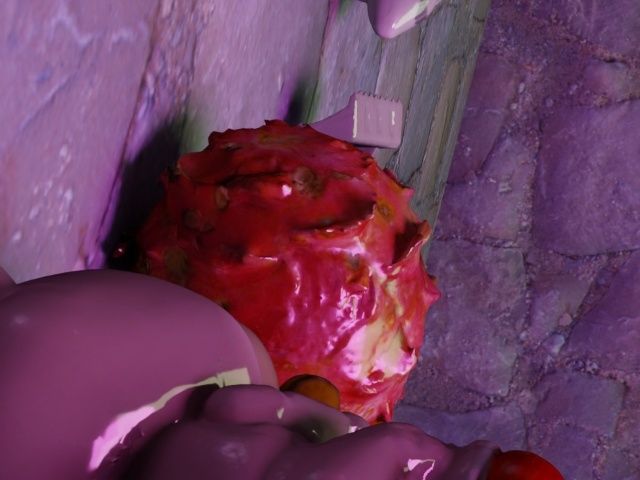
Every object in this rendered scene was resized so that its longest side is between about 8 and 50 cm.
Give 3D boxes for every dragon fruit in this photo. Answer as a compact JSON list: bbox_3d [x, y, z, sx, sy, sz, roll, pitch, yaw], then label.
[{"bbox_3d":[-0.031,0.057,0.758,0.210,0.205,0.268,-12,114,-86],"label":"dragon fruit"}]

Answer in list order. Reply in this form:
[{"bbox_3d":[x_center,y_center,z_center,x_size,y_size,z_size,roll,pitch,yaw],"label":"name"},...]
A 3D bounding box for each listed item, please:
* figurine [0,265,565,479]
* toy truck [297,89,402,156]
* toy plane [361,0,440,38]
[{"bbox_3d":[-0.052,0.115,0.494,0.186,0.287,0.176,-3,108,-63],"label":"figurine"},{"bbox_3d":[0.000,0.000,1.085,0.136,0.111,0.285,-1,104,-62],"label":"toy truck"},{"bbox_3d":[0.092,-0.300,1.173,0.251,0.101,0.255,87,25,-58],"label":"toy plane"}]
